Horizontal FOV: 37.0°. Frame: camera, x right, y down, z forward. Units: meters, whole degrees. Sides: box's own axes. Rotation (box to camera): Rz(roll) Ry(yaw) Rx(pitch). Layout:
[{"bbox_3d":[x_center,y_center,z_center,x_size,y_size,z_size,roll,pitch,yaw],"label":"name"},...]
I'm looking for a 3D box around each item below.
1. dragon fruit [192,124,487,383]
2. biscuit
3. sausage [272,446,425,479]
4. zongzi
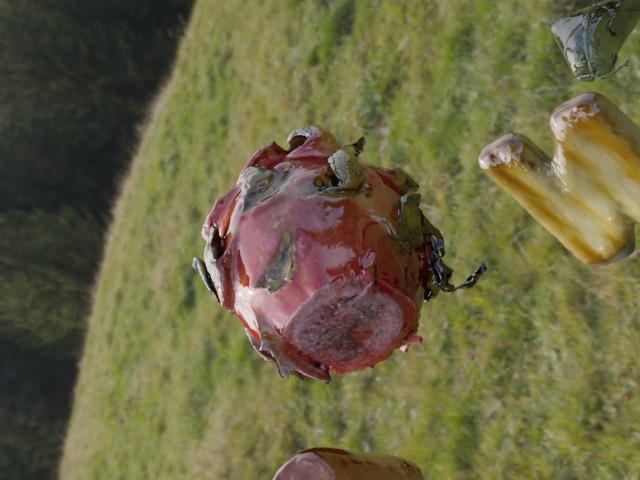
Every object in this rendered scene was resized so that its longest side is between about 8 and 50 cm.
[{"bbox_3d":[0.000,0.000,1.097,0.269,0.250,0.291,-37,40,17],"label":"dragon fruit"},{"bbox_3d":[0.401,-0.082,1.405,0.237,0.291,0.062,-31,28,49],"label":"biscuit"},{"bbox_3d":[0.027,0.199,0.742,0.076,0.197,0.076,-6,75,24],"label":"sausage"},{"bbox_3d":[0.309,-0.217,0.996,0.119,0.055,0.109,-23,32,16],"label":"zongzi"}]
